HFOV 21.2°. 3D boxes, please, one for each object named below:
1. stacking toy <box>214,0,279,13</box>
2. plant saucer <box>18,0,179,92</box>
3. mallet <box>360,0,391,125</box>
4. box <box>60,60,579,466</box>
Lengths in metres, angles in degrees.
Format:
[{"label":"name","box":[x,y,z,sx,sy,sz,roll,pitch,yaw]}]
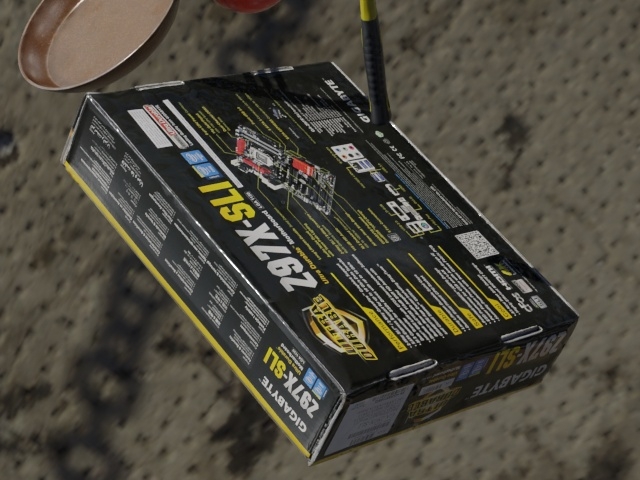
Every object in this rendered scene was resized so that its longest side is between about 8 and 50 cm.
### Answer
[{"label":"stacking toy","box":[-0.152,-0.313,1.591,0.330,0.141,0.141,39,60,24]},{"label":"plant saucer","box":[-0.185,-0.188,1.479,0.029,0.168,0.168,49,54,-43]},{"label":"mallet","box":[0.033,-0.162,1.137,0.039,0.189,0.062,-1,49,9]},{"label":"box","box":[0.000,0.000,1.279,0.257,0.079,0.322,-15,52,-42]}]
